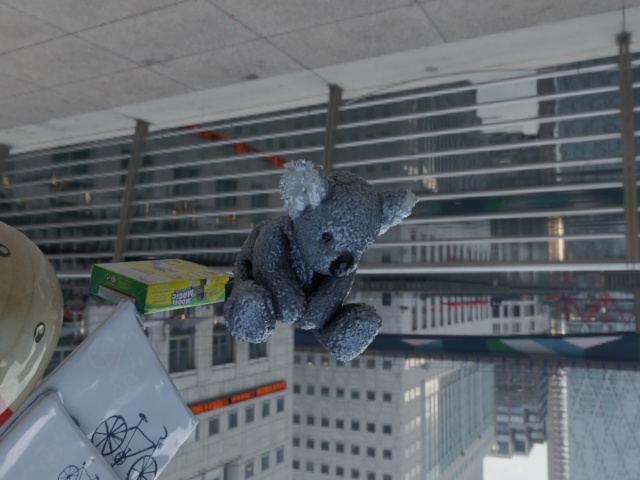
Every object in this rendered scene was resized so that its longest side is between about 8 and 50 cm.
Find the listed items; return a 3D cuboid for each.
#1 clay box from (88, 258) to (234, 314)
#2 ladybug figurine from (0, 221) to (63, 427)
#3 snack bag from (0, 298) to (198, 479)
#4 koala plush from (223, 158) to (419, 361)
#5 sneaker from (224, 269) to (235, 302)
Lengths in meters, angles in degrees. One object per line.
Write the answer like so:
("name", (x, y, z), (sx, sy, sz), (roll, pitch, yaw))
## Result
("clay box", (-0.255, 0.072, 0.991), (0.128, 0.053, 0.222), (15, -173, 28))
("ladybug figurine", (-0.471, 0.128, 0.553), (0.450, 0.304, 0.162), (-30, -166, -24))
("snack bag", (-0.316, 0.306, 0.835), (0.037, 0.322, 0.342), (10, -137, 30))
("koala plush", (0.000, 0.000, 0.730), (0.196, 0.203, 0.221), (13, 131, -21))
("sneaker", (-0.100, 0.066, 0.873), (0.075, 0.063, 0.170), (5, -173, 4))
